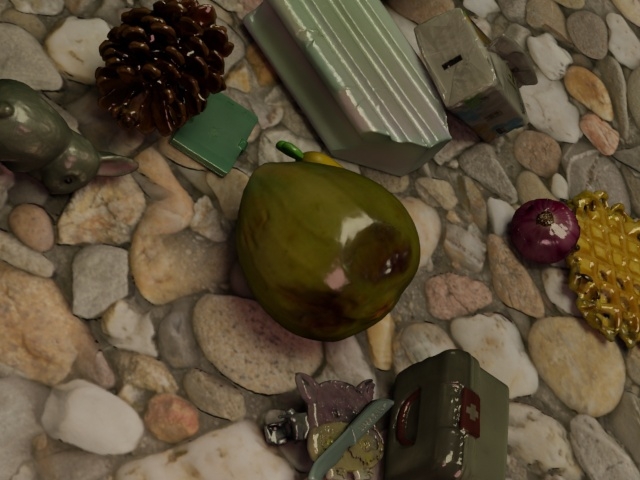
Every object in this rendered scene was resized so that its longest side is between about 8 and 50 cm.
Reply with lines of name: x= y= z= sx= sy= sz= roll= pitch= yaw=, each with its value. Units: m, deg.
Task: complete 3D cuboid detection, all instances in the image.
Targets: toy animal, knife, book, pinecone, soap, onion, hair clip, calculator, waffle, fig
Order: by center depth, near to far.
toy animal: x=-0.353 y=-0.117 z=1.643 sx=0.236 sy=0.138 sz=0.108 roll=35 pitch=78 yaw=-29
knife: x=0.040 y=0.262 z=1.669 sx=0.028 sy=0.015 sz=0.210 roll=53 pitch=42 yaw=-3
hair clip: x=0.014 y=0.254 z=1.688 sx=0.187 sy=0.056 sz=0.146 roll=5 pitch=66 yaw=-35
fig: x=0.000 y=0.000 z=1.723 sx=0.239 sy=0.239 sz=0.271 roll=-22 pitch=68 yaw=-41
pinecone: x=-0.231 y=-0.238 z=1.754 sx=0.169 sy=0.185 sz=0.212 roll=30 pitch=60 yaw=18
calculator: x=0.033 y=-0.078 z=1.859 sx=0.235 sy=0.146 sz=0.032 roll=38 pitch=83 yaw=-12
book: x=-0.155 y=-0.163 z=1.863 sx=0.103 sy=0.017 sz=0.135 roll=32 pitch=48 yaw=-10
soap: x=0.056 y=-0.264 z=2.002 sx=0.208 sy=0.115 sz=0.347 roll=-27 pitch=79 yaw=-41
onion: x=0.373 y=-0.015 z=2.077 sx=0.104 sy=0.115 sz=0.115 roll=54 pitch=21 yaw=-62
waffle: x=0.504 y=0.046 z=2.141 sx=0.262 sy=0.060 sz=0.280 roll=-32 pitch=86 yaw=-44

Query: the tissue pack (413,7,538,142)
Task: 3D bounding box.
tissue pack: x=0.274 y=-0.283 z=2.077 sx=0.229 sy=0.145 sz=0.159 roll=28 pitch=38 yaw=-64

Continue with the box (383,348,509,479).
box: x=0.175 y=0.269 z=1.728 sx=0.129 sy=0.148 sz=0.210 roll=32 pitch=48 yaw=-28
